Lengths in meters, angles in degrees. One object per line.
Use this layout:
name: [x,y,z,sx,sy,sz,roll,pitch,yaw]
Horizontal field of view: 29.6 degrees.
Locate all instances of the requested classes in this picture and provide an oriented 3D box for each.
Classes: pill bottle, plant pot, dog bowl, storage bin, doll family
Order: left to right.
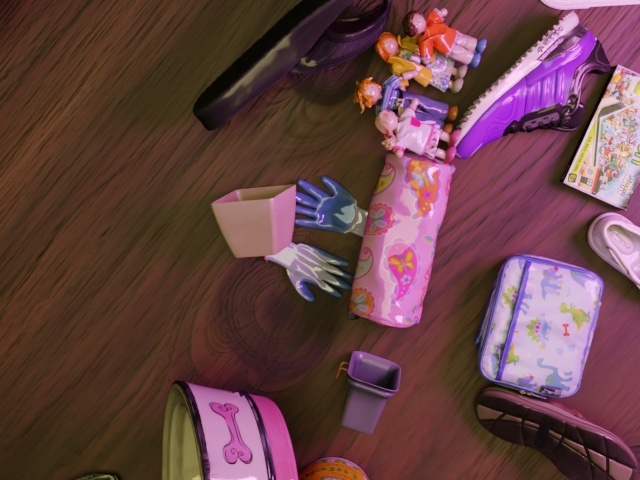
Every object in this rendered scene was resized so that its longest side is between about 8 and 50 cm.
dog bowl: [-0.139,0.413,1.845,0.150,0.408,0.408,-2,94,-17]
plant pot: [-0.100,-0.028,1.939,0.109,0.109,0.096,-3,103,21]
pill bottle: [0.016,0.433,1.898,0.136,0.246,0.136,0,94,2]
storage bin: [0.068,0.246,1.946,0.098,0.135,0.091,19,104,1]
doll family: [0.140,-0.238,1.905,0.163,0.118,0.263,21,74,-16]

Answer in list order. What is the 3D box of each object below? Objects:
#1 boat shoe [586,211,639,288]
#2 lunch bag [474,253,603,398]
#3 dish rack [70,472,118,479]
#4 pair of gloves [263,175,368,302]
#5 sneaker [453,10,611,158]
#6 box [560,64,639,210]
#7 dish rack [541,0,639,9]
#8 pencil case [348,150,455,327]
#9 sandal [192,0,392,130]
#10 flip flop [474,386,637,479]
boat shoe: [0.548,0.056,1.924,0.277,0.096,0.098,32,94,0]
lunch bag: [0.347,0.137,1.945,0.176,0.090,0.219,16,93,4]
dish rack: [-0.379,0.532,2.009,0.208,0.074,0.272,-23,92,3]
pair of gloves: [0.000,0.000,1.984,0.159,0.023,0.198,25,94,1]
sneaker: [0.340,-0.213,1.915,0.293,0.102,0.146,-45,91,4]
box: [0.480,-0.164,1.944,0.114,0.036,0.207,24,94,1]
dish rack: [0.498,-0.518,1.907,0.332,0.072,0.286,-3,93,2]
pencil case: [0.129,0.001,1.931,0.124,0.124,0.284,12,94,2]
sandal: [-0.006,-0.315,1.913,0.445,0.167,0.107,-39,110,12]
flip flop: [0.383,0.308,1.958,0.277,0.080,0.112,24,122,16]
